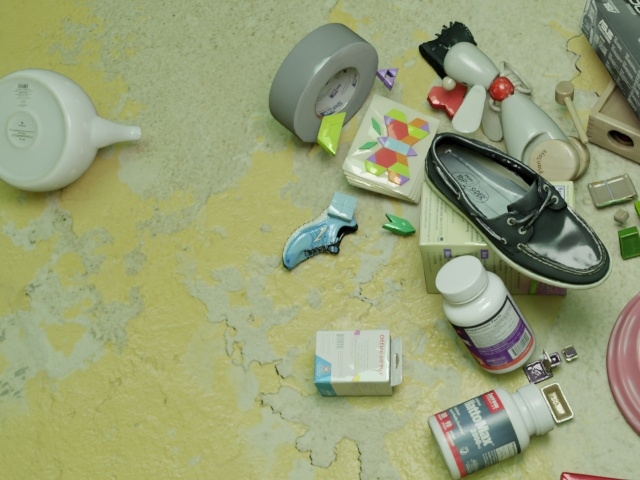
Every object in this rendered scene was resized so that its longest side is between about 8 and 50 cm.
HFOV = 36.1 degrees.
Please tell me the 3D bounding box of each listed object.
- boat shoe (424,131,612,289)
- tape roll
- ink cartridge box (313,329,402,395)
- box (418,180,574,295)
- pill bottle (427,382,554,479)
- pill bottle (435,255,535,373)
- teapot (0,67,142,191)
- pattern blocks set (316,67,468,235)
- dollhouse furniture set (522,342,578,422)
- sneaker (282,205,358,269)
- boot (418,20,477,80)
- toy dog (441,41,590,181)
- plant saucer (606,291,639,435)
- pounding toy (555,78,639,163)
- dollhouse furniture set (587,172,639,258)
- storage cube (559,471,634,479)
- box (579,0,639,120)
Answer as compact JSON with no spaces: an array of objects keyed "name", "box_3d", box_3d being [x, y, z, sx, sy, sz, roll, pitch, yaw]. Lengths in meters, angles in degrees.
[{"name":"boat shoe","box_3d":[0.293,-0.057,1.478,0.127,0.113,0.340,-41,66,-9]},{"name":"tape roll","box_3d":[0.008,-0.291,1.823,0.072,0.219,0.219,40,78,24]},{"name":"ink cartridge box","box_3d":[0.067,0.207,1.649,0.143,0.090,0.092,-1,65,9]},{"name":"box","box_3d":[0.293,-0.001,1.635,0.243,0.213,0.117,1,66,11]},{"name":"pill bottle","box_3d":[0.271,0.297,1.560,0.180,0.108,0.108,-23,63,-1]},{"name":"pill bottle","box_3d":[0.263,0.117,1.585,0.108,0.193,0.108,-24,34,18]},{"name":"teapot","box_3d":[-0.528,-0.213,1.914,0.252,0.187,0.256,-44,80,18]},{"name":"pattern blocks set","box_3d":[0.136,-0.171,1.807,0.285,0.026,0.325,8,72,-2]},{"name":"dollhouse furniture set","box_3d":[0.392,0.225,1.585,0.091,0.081,0.114,-22,63,0]},{"name":"sneaker","box_3d":[0.000,0.000,1.776,0.162,0.063,0.073,-39,68,-8]},{"name":"boot","box_3d":[0.261,-0.366,1.912,0.099,0.045,0.121,-31,65,-11]},{"name":"toy dog","box_3d":[0.328,-0.187,1.752,0.161,0.220,0.334,-48,53,22]},{"name":"plant saucer","box_3d":[0.628,0.192,1.556,0.332,0.084,0.332,-4,65,8]},{"name":"pounding toy","box_3d":[0.516,-0.218,1.762,0.206,0.094,0.181,28,71,21]},{"name":"dollhouse furniture set","box_3d":[0.528,-0.044,1.720,0.076,0.058,0.152,-17,44,10]},{"name":"storage cube","box_3d":[0.434,0.452,1.414,0.193,0.184,0.215,4,67,14]},{"name":"box","box_3d":[0.623,-0.325,1.719,0.242,0.076,0.307,-2,44,-10]}]
